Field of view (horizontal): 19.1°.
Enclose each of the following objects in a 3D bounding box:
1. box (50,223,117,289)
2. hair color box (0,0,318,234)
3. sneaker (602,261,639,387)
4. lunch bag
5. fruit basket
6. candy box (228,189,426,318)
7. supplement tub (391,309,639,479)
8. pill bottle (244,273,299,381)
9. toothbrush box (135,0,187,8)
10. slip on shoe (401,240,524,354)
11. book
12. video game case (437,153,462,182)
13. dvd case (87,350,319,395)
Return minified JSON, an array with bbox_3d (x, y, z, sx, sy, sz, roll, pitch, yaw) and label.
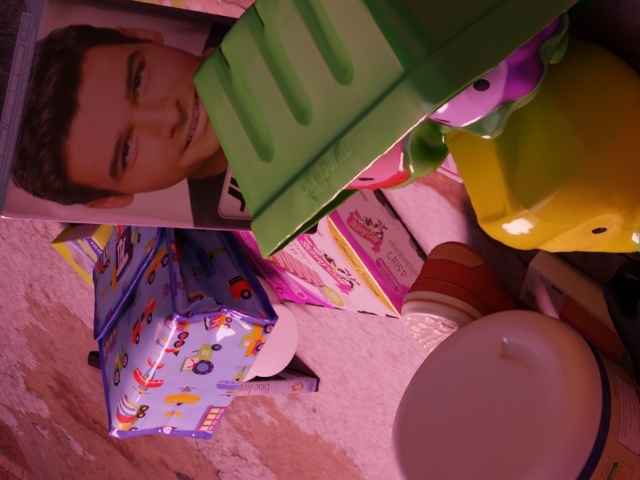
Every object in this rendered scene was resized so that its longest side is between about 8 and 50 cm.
[{"bbox_3d":[-0.295,0.024,2.624,0.109,0.042,0.178,48,157,-17],"label":"box"},{"bbox_3d":[-0.146,-0.111,1.656,0.114,0.185,0.374,20,-168,41],"label":"hair color box"},{"bbox_3d":[0.344,0.071,1.646,0.130,0.109,0.286,55,152,-15],"label":"sneaker"},{"bbox_3d":[-0.184,0.054,2.246,0.221,0.138,0.293,-60,38,38],"label":"lunch bag"},{"bbox_3d":[0.123,-0.093,1.511,0.392,0.283,0.392,35,146,28],"label":"fruit basket"},{"bbox_3d":[0.000,0.000,2.087,0.233,0.071,0.159,4,137,54],"label":"candy box"},{"bbox_3d":[0.245,0.226,1.835,0.228,0.228,0.316,12,163,49],"label":"supplement tub"},{"bbox_3d":[-0.148,0.096,2.391,0.264,0.146,0.146,15,145,45],"label":"pill bottle"},{"bbox_3d":[-0.242,-0.337,1.799,0.206,0.122,0.283,27,154,22],"label":"toothbrush box"},{"bbox_3d":[0.179,0.106,1.975,0.123,0.101,0.331,7,155,29],"label":"slip on shoe"},{"bbox_3d":[0.263,0.075,1.864,0.144,0.035,0.096,36,160,13],"label":"book"},{"bbox_3d":[0.045,-0.186,1.749,0.204,0.025,0.285,29,154,27],"label":"video game case"},{"bbox_3d":[-0.152,0.172,2.476,0.253,0.022,0.180,1,-170,-44],"label":"dvd case"}]
